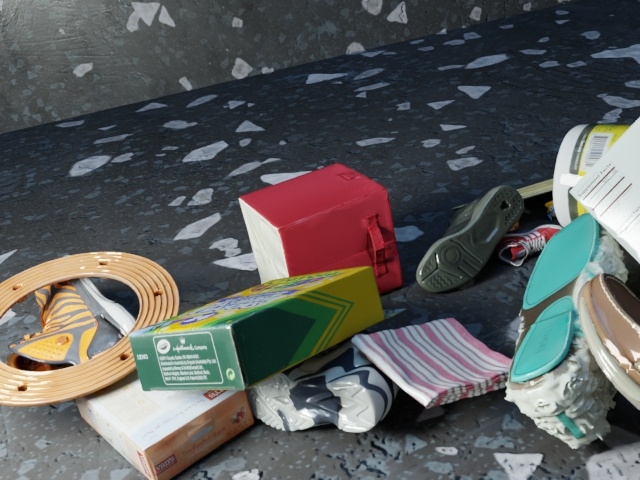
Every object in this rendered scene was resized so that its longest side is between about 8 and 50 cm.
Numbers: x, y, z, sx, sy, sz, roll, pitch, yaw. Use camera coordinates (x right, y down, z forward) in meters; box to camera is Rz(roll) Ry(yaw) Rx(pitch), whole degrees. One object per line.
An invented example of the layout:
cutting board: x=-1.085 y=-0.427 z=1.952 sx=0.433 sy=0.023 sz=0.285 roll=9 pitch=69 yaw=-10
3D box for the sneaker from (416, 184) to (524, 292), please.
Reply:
sneaker: x=0.238 y=0.008 z=1.339 sx=0.227 sy=0.087 sz=0.130 roll=-48 pitch=1 yaw=-16

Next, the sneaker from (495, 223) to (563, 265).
sneaker: x=0.350 y=0.009 z=1.324 sx=0.118 sy=0.042 sz=0.067 roll=-13 pitch=20 yaw=16

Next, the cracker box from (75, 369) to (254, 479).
cracker box: x=-0.221 y=0.223 z=1.090 sx=0.156 sy=0.067 sz=0.232 roll=-28 pitch=28 yaw=-31

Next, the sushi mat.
sushi mat: x=0.419 y=-0.099 z=1.496 sx=0.317 sy=0.019 sz=0.151 roll=-16 pitch=3 yaw=-11

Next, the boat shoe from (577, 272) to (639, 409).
boat shoe: x=0.387 y=0.146 z=0.803 sx=0.123 sy=0.116 sz=0.324 roll=11 pitch=37 yaw=-40

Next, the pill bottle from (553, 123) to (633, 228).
pill bottle: x=0.561 y=-0.087 z=1.264 sx=0.334 sy=0.188 sz=0.188 roll=9 pitch=32 yaw=36

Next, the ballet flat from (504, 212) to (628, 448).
ballet flat: x=0.331 y=0.113 z=1.025 sx=0.147 sy=0.147 sz=0.409 roll=1 pitch=29 yaw=26

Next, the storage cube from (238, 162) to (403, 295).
storage cube: x=0.000 y=0.000 z=1.327 sx=0.193 sy=0.183 sz=0.215 roll=-20 pitch=26 yaw=-17

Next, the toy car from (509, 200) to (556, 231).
toy car: x=0.374 y=-0.046 z=1.419 sx=0.122 sy=0.060 sz=0.040 roll=-17 pitch=67 yaw=2

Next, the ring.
ring: x=-0.375 y=0.127 z=1.185 sx=0.337 sy=0.032 sz=0.336 roll=-4 pitch=36 yaw=3

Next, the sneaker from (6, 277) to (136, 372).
sneaker: x=-0.432 y=0.145 z=1.279 sx=0.180 sy=0.124 sz=0.321 roll=-28 pitch=29 yaw=-33

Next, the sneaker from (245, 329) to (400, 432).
sneaker: x=0.011 y=0.181 z=1.062 sx=0.235 sy=0.094 sz=0.153 roll=-8 pitch=10 yaw=37

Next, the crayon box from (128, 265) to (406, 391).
crayon box: x=-0.062 y=0.108 z=1.063 sx=0.203 sy=0.083 sz=0.323 roll=-11 pitch=5 yaw=42

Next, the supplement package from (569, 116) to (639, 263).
supplement package: x=0.487 y=-0.036 z=1.060 sx=0.194 sy=0.149 sz=0.203 roll=11 pitch=36 yaw=-47

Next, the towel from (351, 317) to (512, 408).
towel: x=0.152 y=0.148 z=1.020 sx=0.197 sy=0.029 sz=0.144 roll=-4 pitch=28 yaw=-42
